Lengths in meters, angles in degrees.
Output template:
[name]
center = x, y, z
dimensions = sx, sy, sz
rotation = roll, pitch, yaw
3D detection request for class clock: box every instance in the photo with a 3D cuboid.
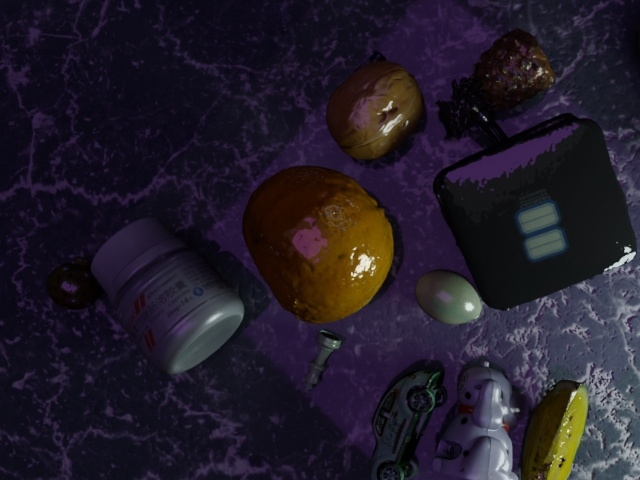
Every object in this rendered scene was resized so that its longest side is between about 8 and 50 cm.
[clock]
center = 0.350, 0.391, 1.654
dimensions = 0.189, 0.189, 0.254
rotation = 12, 76, 10

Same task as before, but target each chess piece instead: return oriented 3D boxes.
[chess piece]
center = -0.006, 0.285, 1.766
dimensions = 0.059, 0.059, 0.149
rotation = 26, 98, 10

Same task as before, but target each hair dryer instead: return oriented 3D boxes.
[hair dryer]
center = 0.376, -0.210, 1.644
dimensions = 0.124, 0.071, 0.219
rotation = -42, 125, 6

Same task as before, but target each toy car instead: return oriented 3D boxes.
[toy car]
center = 0.177, 0.414, 1.691
dimensions = 0.125, 0.136, 0.306
rotation = 25, 95, 23

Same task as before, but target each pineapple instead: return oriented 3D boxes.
[pineapple]
center = 0.366, -0.333, 1.676
dimensions = 0.278, 0.158, 0.158
rotation = -34, 83, 21

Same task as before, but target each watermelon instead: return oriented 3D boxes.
[watermelon]
center = 0.499, 0.427, 1.629
dimensions = 0.123, 0.129, 0.301
rotation = 18, 98, 12

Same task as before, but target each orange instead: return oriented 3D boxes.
[orange]
center = 0.000, 0.000, 1.633
dimensions = 0.293, 0.340, 0.340
rotation = -30, 84, -3

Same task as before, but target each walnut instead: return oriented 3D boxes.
[walnut]
center = 0.119, -0.286, 1.687
dimensions = 0.193, 0.193, 0.226
rotation = 42, 97, 9

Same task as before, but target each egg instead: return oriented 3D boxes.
[egg]
center = 0.281, 0.126, 1.683
dimensions = 0.152, 0.114, 0.114
rotation = 28, 94, 6

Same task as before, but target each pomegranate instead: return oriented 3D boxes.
[pomegranate]
center = -0.592, 0.104, 1.842
dimensions = 0.130, 0.130, 0.130
rotation = 0, 89, 10

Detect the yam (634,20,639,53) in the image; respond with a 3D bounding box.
[yam]
center = 0.764, -0.331, 1.603
dimensions = 0.133, 0.133, 0.330
rotation = -19, 90, 9

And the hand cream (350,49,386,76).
[hand cream]
center = 0.092, -0.365, 1.771
dimensions = 0.062, 0.039, 0.163
rotation = 39, 102, 7

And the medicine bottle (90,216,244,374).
[medicine bottle]
center = -0.350, 0.121, 1.734
dimensions = 0.245, 0.245, 0.306
rotation = -45, 74, 7

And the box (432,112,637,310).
[box]
center = 0.455, -0.055, 1.622
dimensions = 0.359, 0.091, 0.350
rotation = -23, 104, 9
